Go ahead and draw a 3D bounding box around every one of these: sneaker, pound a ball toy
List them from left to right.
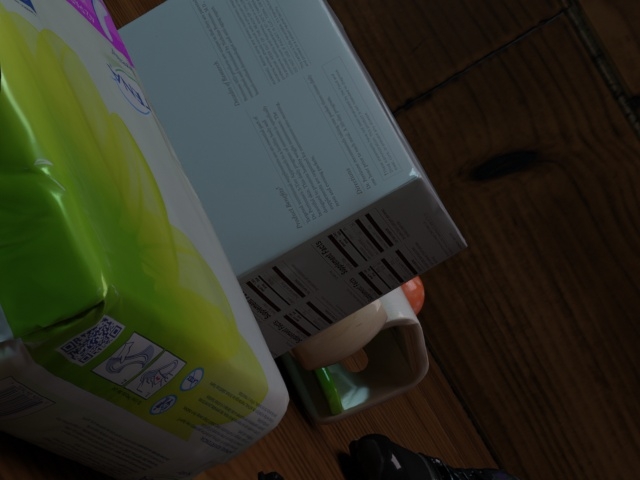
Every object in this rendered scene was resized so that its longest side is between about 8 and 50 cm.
[{"bbox_3d":[0.000,0.000,1.362,0.208,0.135,0.319,75,-10,-55],"label":"pound a ball toy"},{"bbox_3d":[0.125,0.237,1.495,0.283,0.124,0.107,53,9,-49],"label":"sneaker"}]

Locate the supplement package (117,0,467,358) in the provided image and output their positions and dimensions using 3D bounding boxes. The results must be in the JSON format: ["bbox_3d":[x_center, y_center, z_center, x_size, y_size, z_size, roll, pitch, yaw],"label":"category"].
[{"bbox_3d":[-0.050,-0.042,1.029,0.194,0.203,0.149,63,6,23],"label":"supplement package"}]

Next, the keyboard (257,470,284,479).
[{"bbox_3d":[0.032,0.281,0.959,0.201,0.033,0.317,50,10,-23],"label":"keyboard"}]

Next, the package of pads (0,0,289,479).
[{"bbox_3d":[-0.139,-0.037,0.755,0.297,0.101,0.229,63,8,25],"label":"package of pads"}]
